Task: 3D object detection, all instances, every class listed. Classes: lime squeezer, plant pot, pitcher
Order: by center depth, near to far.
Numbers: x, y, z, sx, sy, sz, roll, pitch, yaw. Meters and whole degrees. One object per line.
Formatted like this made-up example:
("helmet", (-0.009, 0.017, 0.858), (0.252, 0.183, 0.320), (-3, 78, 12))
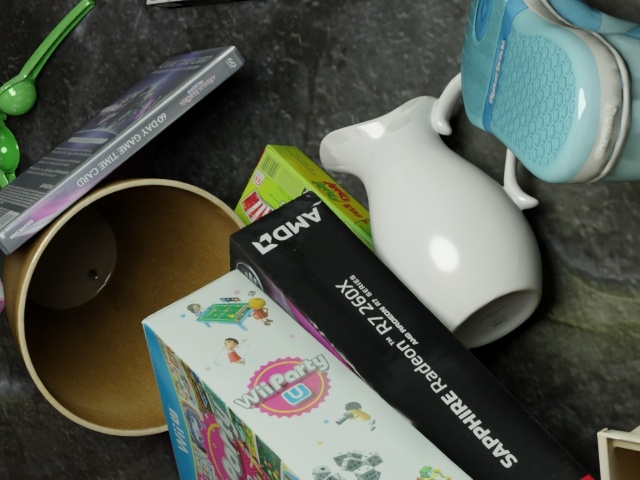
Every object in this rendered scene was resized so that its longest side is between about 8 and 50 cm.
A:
("pitcher", (0.116, -0.032, 1.155), (0.177, 0.125, 0.207), (-34, 61, 13))
("plant pot", (-0.214, 0.037, 1.371), (0.254, 0.237, 0.237), (23, 106, 59))
("lime squeezer", (-0.331, -0.130, 1.568), (0.110, 0.058, 0.310), (24, 104, 38))

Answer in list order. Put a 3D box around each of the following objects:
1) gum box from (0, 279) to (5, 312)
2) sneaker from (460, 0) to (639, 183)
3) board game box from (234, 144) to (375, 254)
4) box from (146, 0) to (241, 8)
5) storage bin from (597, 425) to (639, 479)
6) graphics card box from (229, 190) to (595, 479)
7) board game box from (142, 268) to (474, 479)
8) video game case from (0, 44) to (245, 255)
("gum box", (-0.452, 0.033, 1.667), (0.107, 0.062, 0.188), (-49, 61, 29))
("sneaker", (0.229, -0.118, 1.057), (0.319, 0.208, 0.127), (-107, 25, -62))
("board game box", (0.000, 0.000, 1.293), (0.181, 0.043, 0.092), (43, 117, 32))
("box", (-0.086, -0.290, 1.369), (0.207, 0.036, 0.114), (3, 92, 41))
("storage bin", (0.333, 0.247, 0.918), (0.260, 0.123, 0.262), (6, 109, 41))
("graphics card box", (0.066, 0.160, 1.130), (0.371, 0.094, 0.233), (48, 154, 28))
("board game box", (0.001, 0.194, 1.064), (0.303, 0.097, 0.224), (39, 149, 40))
("video game case", (-0.208, -0.088, 1.314), (0.026, 0.274, 0.196), (55, 165, -17))
